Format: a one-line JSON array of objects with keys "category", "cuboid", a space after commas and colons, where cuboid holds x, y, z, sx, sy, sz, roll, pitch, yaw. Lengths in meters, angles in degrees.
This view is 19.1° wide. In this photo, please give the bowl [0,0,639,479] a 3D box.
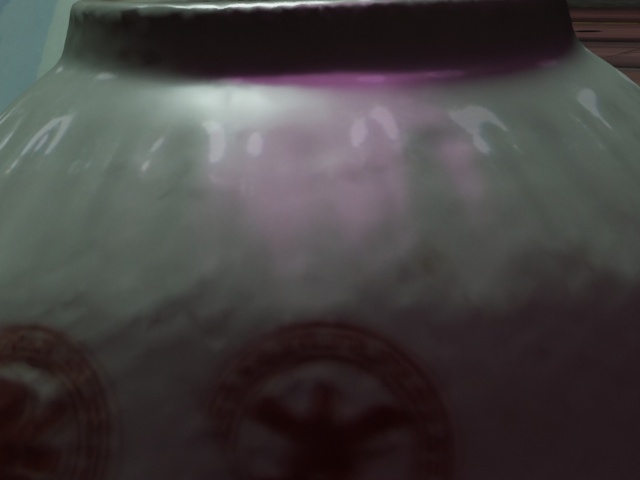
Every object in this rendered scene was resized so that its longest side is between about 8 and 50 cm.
[{"category": "bowl", "cuboid": [0.000, 0.000, 0.584, 0.337, 0.158, 0.337, -2, 9, 0]}]

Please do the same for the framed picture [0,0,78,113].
[{"category": "framed picture", "cuboid": [-0.245, -0.195, 1.223, 0.247, 0.335, 0.022, 18, -36, -12]}]
